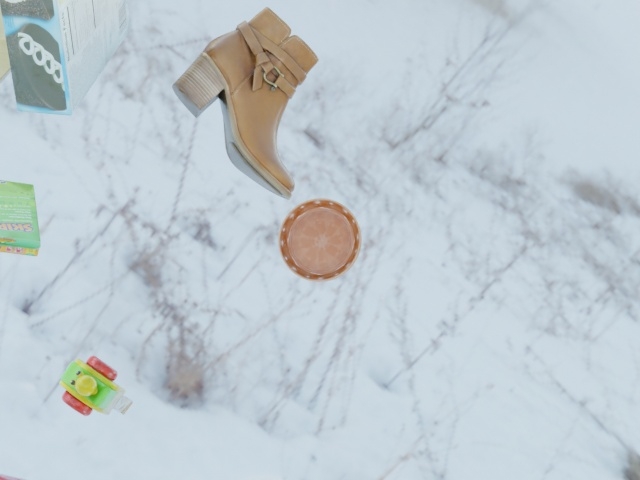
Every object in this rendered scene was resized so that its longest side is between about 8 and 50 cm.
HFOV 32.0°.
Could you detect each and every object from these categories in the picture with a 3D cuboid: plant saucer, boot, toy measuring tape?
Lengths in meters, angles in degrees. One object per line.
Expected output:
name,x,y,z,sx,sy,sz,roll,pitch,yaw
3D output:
plant saucer,0.000,0.000,1.108,0.083,0.083,0.013,47,3,13
boot,-0.084,-0.230,1.878,0.283,0.220,0.109,48,-14,-6
toy measuring tape,-0.464,0.303,2.299,0.121,0.121,0.330,45,-8,9

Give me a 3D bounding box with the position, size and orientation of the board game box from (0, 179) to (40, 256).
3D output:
board game box,-0.539,-0.040,1.872,0.124,0.039,0.259,8,21,-21

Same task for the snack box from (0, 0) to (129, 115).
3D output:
snack box,-0.242,-0.300,1.024,0.060,0.322,0.187,6,36,7

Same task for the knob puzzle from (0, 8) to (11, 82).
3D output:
knob puzzle,-0.419,-0.255,1.313,0.213,0.213,0.030,45,16,8

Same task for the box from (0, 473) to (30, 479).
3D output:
box,-0.436,0.461,1.792,0.256,0.122,0.128,21,73,-22
